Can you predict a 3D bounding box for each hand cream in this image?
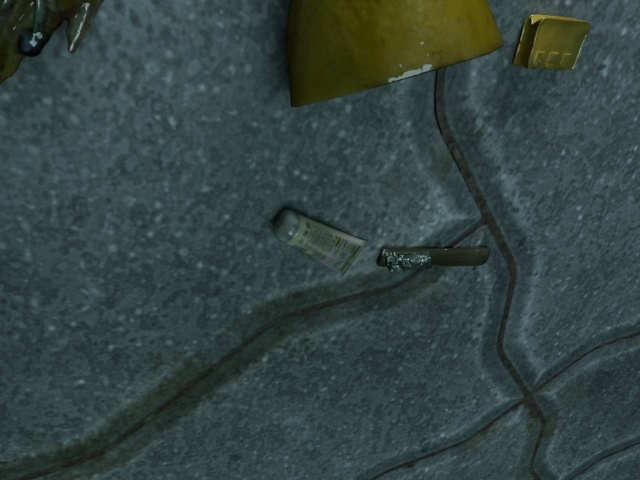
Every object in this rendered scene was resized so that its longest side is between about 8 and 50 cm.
[{"bbox_3d":[0.000,0.000,0.641,0.143,0.039,0.061,27,101,-43],"label":"hand cream"}]

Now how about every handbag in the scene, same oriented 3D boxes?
[{"bbox_3d":[0.280,-0.237,0.605,0.083,0.027,0.061,-4,121,-21],"label":"handbag"}]

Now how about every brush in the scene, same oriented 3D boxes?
[{"bbox_3d":[0.173,0.028,0.729,0.190,0.027,0.034,0,122,-23],"label":"brush"}]

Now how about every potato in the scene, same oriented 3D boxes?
[{"bbox_3d":[0.055,-0.221,0.452,0.203,0.178,0.158,-8,111,12],"label":"potato"}]

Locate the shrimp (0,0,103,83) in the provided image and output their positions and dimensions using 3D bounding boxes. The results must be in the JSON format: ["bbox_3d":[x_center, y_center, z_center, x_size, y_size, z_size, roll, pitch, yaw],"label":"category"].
[{"bbox_3d":[-0.218,-0.270,0.360,0.168,0.077,0.317,21,106,-21],"label":"shrimp"}]
